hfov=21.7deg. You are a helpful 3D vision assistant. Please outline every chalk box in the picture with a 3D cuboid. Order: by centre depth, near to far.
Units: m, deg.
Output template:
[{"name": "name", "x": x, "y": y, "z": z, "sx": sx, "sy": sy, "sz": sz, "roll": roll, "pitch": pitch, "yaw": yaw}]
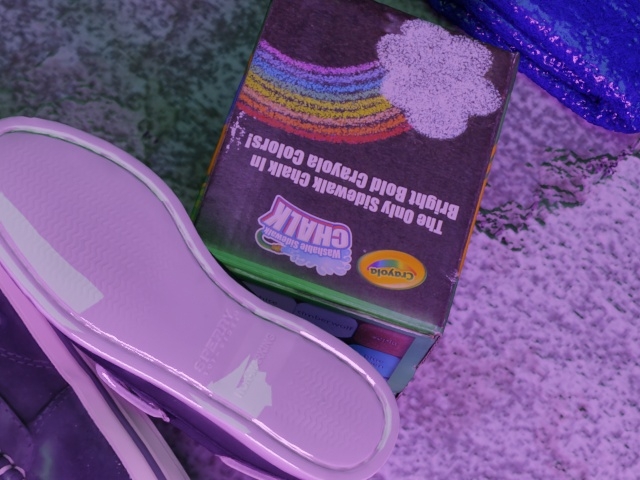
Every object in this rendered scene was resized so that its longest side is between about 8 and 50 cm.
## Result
[{"name": "chalk box", "x": 0.000, "y": 0.000, "z": 1.140, "sx": 0.180, "sy": 0.179, "sz": 0.289, "roll": 20, "pitch": 66, "yaw": -2}]

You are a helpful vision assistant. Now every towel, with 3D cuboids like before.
[{"name": "towel", "x": 0.246, "y": -0.253, "z": 1.348, "sx": 0.227, "sy": 0.076, "sz": 0.308, "roll": 36, "pitch": 66, "yaw": 7}]

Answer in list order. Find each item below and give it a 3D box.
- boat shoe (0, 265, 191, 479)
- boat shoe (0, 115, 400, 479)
[{"name": "boat shoe", "x": -0.182, "y": 0.145, "z": 1.048, "sx": 0.156, "sy": 0.187, "sz": 0.500, "roll": -32, "pitch": 71, "yaw": -15}, {"name": "boat shoe", "x": -0.093, "y": 0.049, "z": 0.987, "sx": 0.302, "sy": 0.091, "sz": 0.114, "roll": 43, "pitch": 65, "yaw": -4}]
